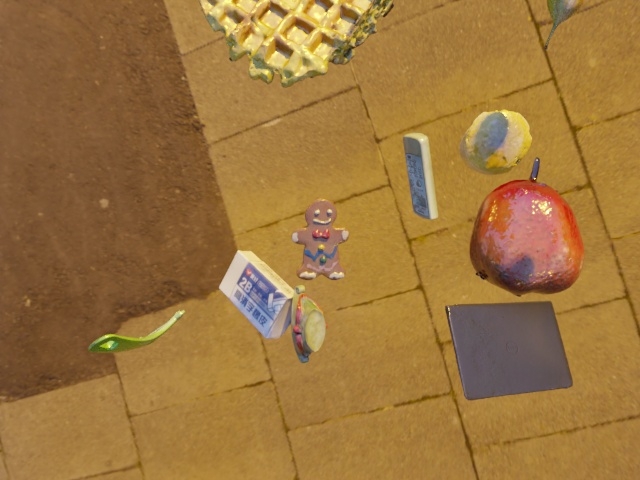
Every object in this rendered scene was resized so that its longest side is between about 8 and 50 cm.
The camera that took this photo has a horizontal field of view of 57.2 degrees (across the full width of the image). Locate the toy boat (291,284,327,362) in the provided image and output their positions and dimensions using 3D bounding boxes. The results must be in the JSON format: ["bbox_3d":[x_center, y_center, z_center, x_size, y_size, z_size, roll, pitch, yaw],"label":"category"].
[{"bbox_3d":[-0.030,0.196,1.341,0.071,0.089,0.185,9,103,57],"label":"toy boat"}]

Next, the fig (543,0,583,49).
[{"bbox_3d":[0.605,-0.562,1.451,0.093,0.093,0.166,-1,106,16],"label":"fig"}]

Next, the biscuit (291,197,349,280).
[{"bbox_3d":[0.000,0.000,1.395,0.138,0.031,0.205,1,108,-5],"label":"biscuit"}]

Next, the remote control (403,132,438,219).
[{"bbox_3d":[0.269,-0.172,1.581,0.038,0.098,0.234,-19,112,-16],"label":"remote control"}]

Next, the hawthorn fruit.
[{"bbox_3d":[0.544,-0.035,1.536,0.284,0.285,0.369,8,87,16],"label":"hawthorn fruit"}]

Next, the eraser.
[{"bbox_3d":[-0.152,0.131,1.451,0.210,0.068,0.124,40,111,33],"label":"eraser"}]

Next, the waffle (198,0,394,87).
[{"bbox_3d":[-0.017,-0.369,0.816,0.311,0.060,0.307,-21,78,0],"label":"waffle"}]

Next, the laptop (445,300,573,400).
[{"bbox_3d":[0.272,0.155,0.847,0.197,0.016,0.135,1,68,-23],"label":"laptop"}]

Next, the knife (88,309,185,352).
[{"bbox_3d":[-0.204,0.107,0.656,0.078,0.166,0.023,-39,84,3],"label":"knife"}]

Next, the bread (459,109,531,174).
[{"bbox_3d":[0.524,-0.293,1.779,0.197,0.170,0.197,0,93,-2],"label":"bread"}]
